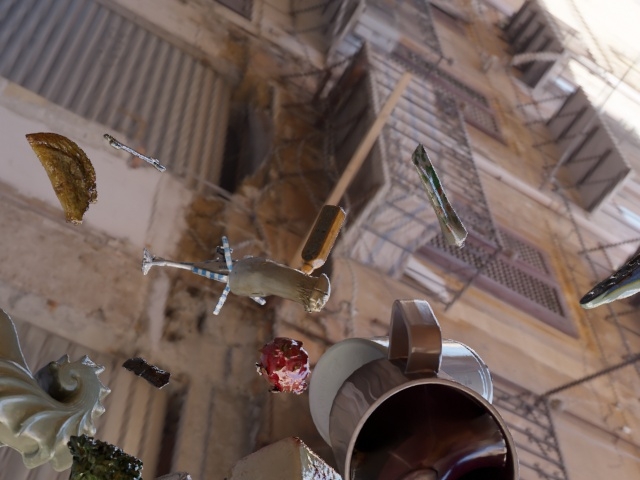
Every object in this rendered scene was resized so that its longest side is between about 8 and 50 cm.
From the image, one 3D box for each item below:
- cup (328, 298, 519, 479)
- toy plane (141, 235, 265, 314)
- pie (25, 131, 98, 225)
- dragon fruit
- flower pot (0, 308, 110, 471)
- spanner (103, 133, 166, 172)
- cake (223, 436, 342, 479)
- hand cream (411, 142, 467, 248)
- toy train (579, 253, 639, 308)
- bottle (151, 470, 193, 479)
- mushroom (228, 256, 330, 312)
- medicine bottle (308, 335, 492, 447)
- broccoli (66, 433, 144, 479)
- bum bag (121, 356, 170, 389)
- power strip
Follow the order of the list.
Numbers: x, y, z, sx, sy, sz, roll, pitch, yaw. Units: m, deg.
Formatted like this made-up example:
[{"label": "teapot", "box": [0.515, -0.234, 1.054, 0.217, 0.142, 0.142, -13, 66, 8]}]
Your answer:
[{"label": "cup", "box": [0.107, 0.240, 1.160, 0.208, 0.288, 0.273, -27, -177, -3]}, {"label": "toy plane", "box": [-0.260, 0.072, 2.036, 0.107, 0.273, 0.182, -87, 169, -71]}, {"label": "pie", "box": [-0.423, -0.110, 1.503, 0.092, 0.169, 0.034, -26, -171, -38]}, {"label": "dragon fruit", "box": [-0.087, 0.304, 2.181, 0.136, 0.166, 0.133, -31, -146, -1]}, {"label": "flower pot", "box": [-0.652, 0.324, 1.937, 0.165, 0.367, 0.254, -32, -149, 42]}, {"label": "spanner", "box": [-0.432, -0.203, 2.087, 0.015, 0.054, 0.254, -48, 162, 5]}, {"label": "cake", "box": [0.002, 0.402, 1.352, 0.159, 0.262, 0.158, -49, -144, 41]}, {"label": "hand cream", "box": [0.171, -0.060, 1.294, 0.037, 0.165, 0.057, -16, -158, 29]}, {"label": "toy train", "box": [0.536, 0.054, 1.493, 0.234, 0.051, 0.052, -36, -173, -5]}, {"label": "bottle", "box": [-0.186, 0.444, 1.228, 0.110, 0.233, 0.110, -23, -178, 1]}, {"label": "mushroom", "box": [-0.075, 0.079, 1.657, 0.223, 0.092, 0.081, 6, -137, 41]}, {"label": "medicine bottle", "box": [0.138, 0.253, 1.474, 0.190, 0.332, 0.189, -5, -99, 31]}, {"label": "broccoli", "box": [-0.403, 0.400, 1.340, 0.177, 0.275, 0.198, 63, -29, 28]}, {"label": "bum bag", "box": [-0.411, 0.312, 2.130, 0.058, 0.124, 0.034, -41, 152, -48]}, {"label": "power strip", "box": [0.000, 0.000, 1.837, 0.049, 0.028, 0.178, 9, -119, 31]}]
